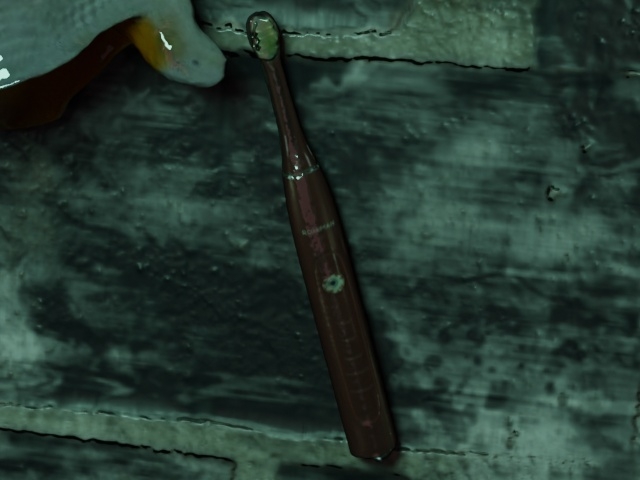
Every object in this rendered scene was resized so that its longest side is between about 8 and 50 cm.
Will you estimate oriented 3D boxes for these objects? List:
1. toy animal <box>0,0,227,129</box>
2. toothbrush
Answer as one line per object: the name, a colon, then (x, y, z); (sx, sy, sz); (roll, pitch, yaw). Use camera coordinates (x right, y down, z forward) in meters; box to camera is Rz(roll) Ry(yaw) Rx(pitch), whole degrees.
toy animal: (-0.189, -0.234, 1.434); (0.302, 0.225, 0.284); (-10, 86, -2)
toothbrush: (0.000, 0.000, 1.501); (0.041, 0.041, 0.364); (-11, 106, 11)
